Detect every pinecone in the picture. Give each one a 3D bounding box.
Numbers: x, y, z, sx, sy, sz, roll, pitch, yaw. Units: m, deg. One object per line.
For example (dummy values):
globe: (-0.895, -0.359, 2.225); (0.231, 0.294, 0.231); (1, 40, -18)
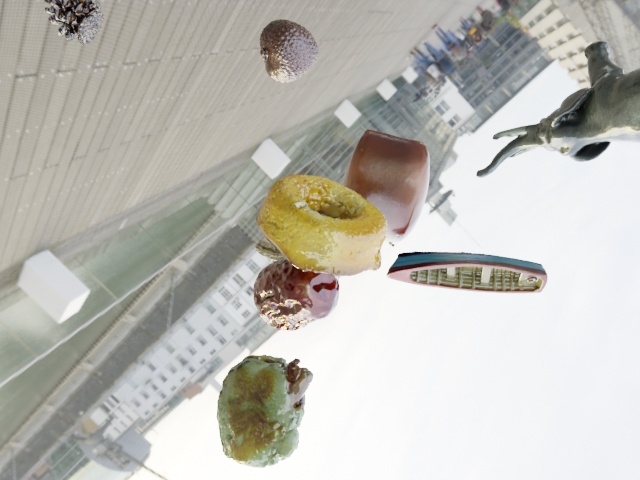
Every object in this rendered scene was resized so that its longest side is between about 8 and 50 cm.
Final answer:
pinecone: (-0.634, -0.581, 1.033); (0.140, 0.121, 0.140); (-55, -170, 14)

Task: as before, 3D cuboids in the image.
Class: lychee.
lychee: (-0.106, -0.610, 1.292); (0.194, 0.194, 0.194); (-44, -176, 3)

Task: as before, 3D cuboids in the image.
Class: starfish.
starfish: (0.000, 0.000, 1.424); (0.432, 0.082, 0.324); (-27, -137, -12)

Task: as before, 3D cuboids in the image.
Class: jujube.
jujube: (-0.047, 0.105, 0.824); (0.155, 0.155, 0.230); (-46, -168, -30)

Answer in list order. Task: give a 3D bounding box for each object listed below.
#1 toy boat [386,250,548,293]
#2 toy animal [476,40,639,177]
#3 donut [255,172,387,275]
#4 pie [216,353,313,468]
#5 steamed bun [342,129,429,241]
toy boat: (0.375, 0.081, 1.065); (0.136, 0.392, 0.079); (70, 30, -50)
toy animal: (0.309, -0.151, 0.440); (0.269, 0.082, 0.137); (-13, -141, 52)
donut: (0.007, -0.028, 0.748); (0.118, 0.253, 0.253); (-65, 172, 31)
pie: (-0.157, 0.432, 1.043); (0.105, 0.257, 0.274); (52, 46, -61)
steamed bun: (0.175, -0.123, 1.162); (0.379, 0.235, 0.248); (83, 23, -78)
